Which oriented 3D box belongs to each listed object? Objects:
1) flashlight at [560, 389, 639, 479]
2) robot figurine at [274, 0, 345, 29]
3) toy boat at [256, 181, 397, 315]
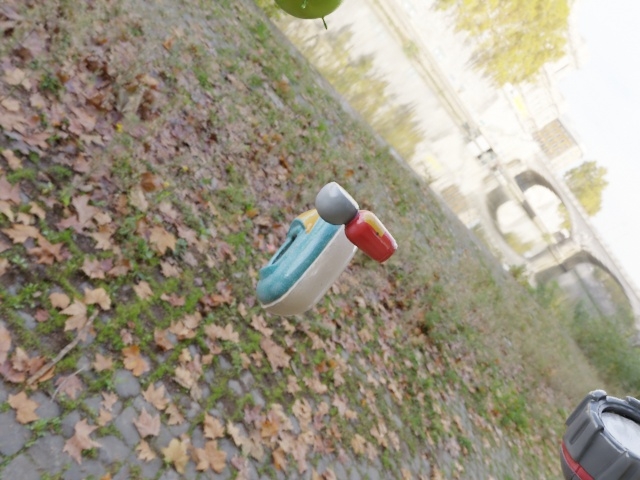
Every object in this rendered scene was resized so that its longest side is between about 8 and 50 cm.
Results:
[{"bbox_3d":[0.255,0.301,0.540,0.103,0.304,0.103,27,28,17],"label":"flashlight"},{"bbox_3d":[-0.011,-0.225,0.389,0.101,0.067,0.115,-5,88,-63],"label":"robot figurine"},{"bbox_3d":[0.000,0.000,0.902,0.148,0.318,0.267,43,61,-10],"label":"toy boat"}]
